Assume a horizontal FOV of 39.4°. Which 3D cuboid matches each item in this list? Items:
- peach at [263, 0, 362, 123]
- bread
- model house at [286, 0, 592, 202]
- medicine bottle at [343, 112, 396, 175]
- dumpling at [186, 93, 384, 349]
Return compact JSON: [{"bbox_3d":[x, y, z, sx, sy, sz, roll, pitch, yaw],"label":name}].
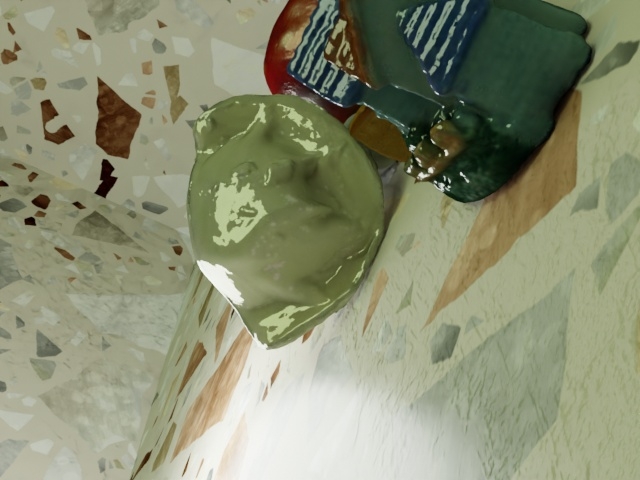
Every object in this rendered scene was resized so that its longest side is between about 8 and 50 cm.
[{"bbox_3d":[0.018,-0.306,1.481,0.245,0.249,0.274,-39,18,-33],"label":"peach"},{"bbox_3d":[0.128,-0.201,1.244,0.200,0.116,0.077,-54,14,42],"label":"bread"},{"bbox_3d":[0.080,-0.224,1.004,0.252,0.329,0.295,-59,12,14],"label":"model house"},{"bbox_3d":[0.051,-0.131,1.471,0.186,0.102,0.103,-41,27,64],"label":"medicine bottle"},{"bbox_3d":[-0.049,-0.051,1.367,0.315,0.395,0.233,-24,-15,18],"label":"dumpling"}]
